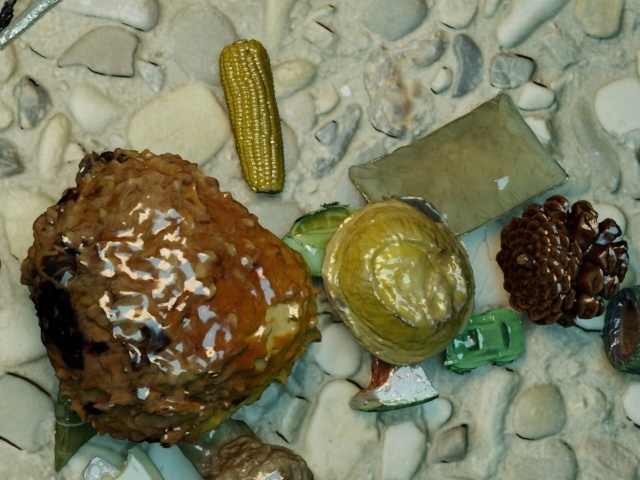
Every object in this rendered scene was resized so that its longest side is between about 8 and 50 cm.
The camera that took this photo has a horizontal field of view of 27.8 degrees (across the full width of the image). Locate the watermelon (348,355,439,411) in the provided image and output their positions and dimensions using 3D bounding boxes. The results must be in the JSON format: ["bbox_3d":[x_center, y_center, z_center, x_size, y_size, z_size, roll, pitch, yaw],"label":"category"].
[{"bbox_3d":[0.127,0.186,1.900,0.121,0.098,0.158,18,75,-13],"label":"watermelon"}]

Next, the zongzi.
[{"bbox_3d":[-0.298,0.256,1.810,0.154,0.062,0.131,-3,105,-31],"label":"zongzi"}]

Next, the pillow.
[{"bbox_3d":[0.204,-0.097,1.952,0.302,0.075,0.185,-28,71,-14],"label":"pillow"}]

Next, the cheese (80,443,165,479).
[{"bbox_3d":[-0.237,0.379,1.800,0.235,0.050,0.127,38,75,-6],"label":"cheese"}]

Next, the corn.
[{"bbox_3d":[-0.099,-0.180,1.890,0.080,0.080,0.231,-8,87,-16],"label":"corn"}]

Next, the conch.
[{"bbox_3d":[-0.002,0.003,1.894,0.200,0.079,0.095,-39,89,-35],"label":"conch"}]

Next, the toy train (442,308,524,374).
[{"bbox_3d":[0.238,0.149,1.939,0.149,0.081,0.099,-7,84,-15],"label":"toy train"}]

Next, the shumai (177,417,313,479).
[{"bbox_3d":[-0.110,0.314,1.784,0.166,0.206,0.176,-20,68,-19],"label":"shumai"}]

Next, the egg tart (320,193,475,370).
[{"bbox_3d":[0.119,0.056,1.830,0.231,0.098,0.252,-4,85,-16],"label":"egg tart"}]

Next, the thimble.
[{"bbox_3d":[0.501,0.141,1.991,0.090,0.118,0.135,9,65,-18],"label":"thimble"}]

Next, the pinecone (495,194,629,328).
[{"bbox_3d":[0.371,0.029,1.935,0.207,0.208,0.208,2,83,-15],"label":"pinecone"}]

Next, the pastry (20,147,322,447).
[{"bbox_3d":[-0.213,0.091,1.713,0.405,0.292,0.337,39,58,-15],"label":"pastry"}]

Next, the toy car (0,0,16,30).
[{"bbox_3d":[-0.561,-0.377,1.773,0.301,0.118,0.193,33,79,-8],"label":"toy car"}]

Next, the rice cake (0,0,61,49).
[{"bbox_3d":[-0.419,-0.318,1.850,0.022,0.021,0.121,45,75,5],"label":"rice cake"}]
